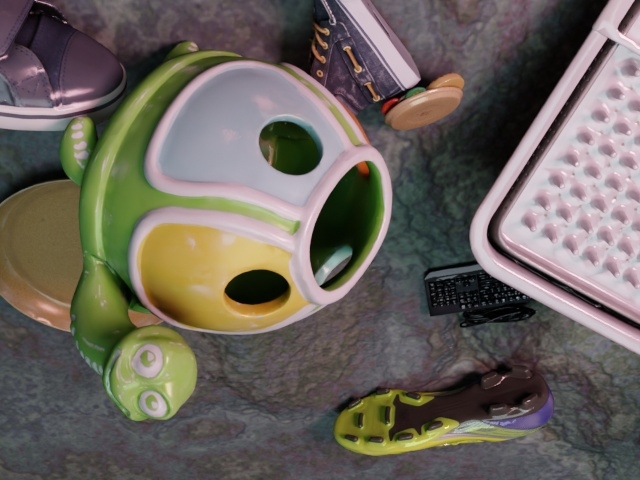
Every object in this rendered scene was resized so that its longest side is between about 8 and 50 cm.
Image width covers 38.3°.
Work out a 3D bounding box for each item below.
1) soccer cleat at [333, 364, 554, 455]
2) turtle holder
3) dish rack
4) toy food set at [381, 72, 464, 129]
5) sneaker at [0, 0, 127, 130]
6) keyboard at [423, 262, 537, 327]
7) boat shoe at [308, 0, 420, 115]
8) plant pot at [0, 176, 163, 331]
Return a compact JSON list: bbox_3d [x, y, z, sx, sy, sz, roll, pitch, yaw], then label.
[{"bbox_3d":[0.163,0.242,1.212,0.289,0.093,0.121,-14,138,10],"label":"soccer cleat"},{"bbox_3d":[-0.086,-0.025,0.795,0.228,0.320,0.243,17,121,31],"label":"turtle holder"},{"bbox_3d":[0.326,-0.069,0.877,0.286,0.072,0.332,27,107,-9],"label":"dish rack"},{"bbox_3d":[0.098,-0.132,0.895,0.083,0.020,0.083,-18,167,-5],"label":"toy food set"},{"bbox_3d":[-0.321,-0.188,0.780,0.321,0.126,0.127,11,134,-12],"label":"sneaker"},{"bbox_3d":[0.223,0.066,1.092,0.192,0.038,0.100,-9,132,7],"label":"keyboard"},{"bbox_3d":[0.013,-0.187,0.834,0.083,0.065,0.183,-30,129,17],"label":"boat shoe"},{"bbox_3d":[-0.255,0.016,1.029,0.237,0.032,0.236,-2,131,-2],"label":"plant pot"}]
